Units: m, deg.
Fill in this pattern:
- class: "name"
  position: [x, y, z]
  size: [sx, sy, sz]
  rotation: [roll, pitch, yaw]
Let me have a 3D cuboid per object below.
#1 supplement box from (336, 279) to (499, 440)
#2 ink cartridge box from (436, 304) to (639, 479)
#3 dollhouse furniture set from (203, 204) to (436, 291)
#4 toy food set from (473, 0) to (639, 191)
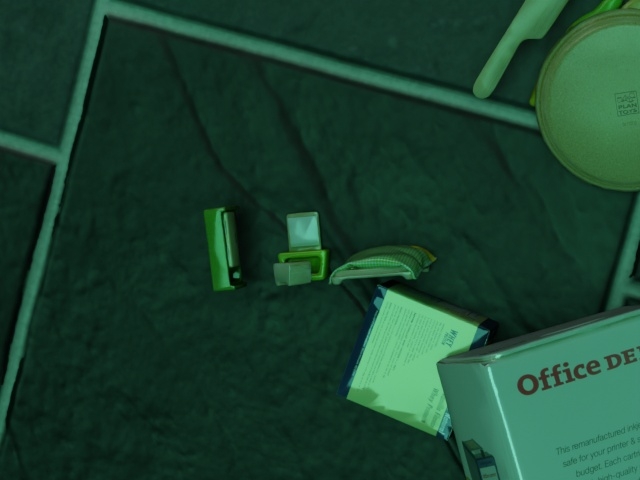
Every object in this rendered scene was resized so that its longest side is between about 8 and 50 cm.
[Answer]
- class: "supplement box"
  position: [0.068, 0.081, 1.117]
  size: [0.083, 0.056, 0.083]
  rotation: [21, 98, 11]
- class: "ink cartridge box"
  position: [0.182, 0.157, 1.047]
  size: [0.154, 0.093, 0.212]
  rotation: [-15, 91, -18]
- class: "dollhouse furniture set"
  position: [0.000, 0.000, 1.119]
  size: [0.152, 0.076, 0.058]
  rotation: [-5, 93, 14]
- class: "toy food set"
  position: [0.210, -0.098, 1.090]
  size: [0.192, 0.038, 0.132]
  rotation: [35, 107, 4]
